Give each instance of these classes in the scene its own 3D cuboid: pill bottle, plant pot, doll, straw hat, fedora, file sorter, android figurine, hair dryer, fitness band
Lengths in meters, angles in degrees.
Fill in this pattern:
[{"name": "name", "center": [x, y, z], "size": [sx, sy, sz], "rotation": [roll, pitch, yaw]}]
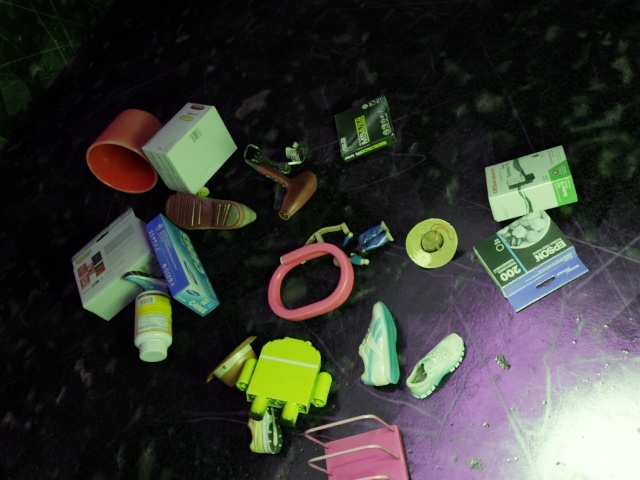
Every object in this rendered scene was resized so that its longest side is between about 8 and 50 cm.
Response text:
[{"name": "pill bottle", "center": [-0.541, 0.277, 1.985], "size": [0.117, 0.117, 0.215], "rotation": [-22, 54, 17]}, {"name": "plant pot", "center": [-0.738, -0.364, 2.397], "size": [0.275, 0.275, 0.243], "rotation": [-10, 48, 24]}, {"name": "doll", "center": [0.120, 0.021, 1.806], "size": [0.189, 0.046, 0.129], "rotation": [-31, 51, 10]}, {"name": "straw hat", "center": [0.310, 0.000, 1.697], "size": [0.144, 0.144, 0.061], "rotation": [-21, 13, 18]}, {"name": "fedora", "center": [-0.239, 0.360, 1.764], "size": [0.194, 0.194, 0.079], "rotation": [-43, 87, 1]}, {"name": "file sorter", "center": [0.085, 0.575, 1.411], "size": [0.202, 0.182, 0.290], "rotation": [-21, 54, 18]}, {"name": "android figurine", "center": [-0.095, 0.371, 1.659], "size": [0.248, 0.056, 0.273], "rotation": [8, 42, 8]}, {"name": "hair dryer", "center": [-0.123, -0.193, 1.997], "size": [0.224, 0.080, 0.293], "rotation": [-9, 60, -12]}, {"name": "fitness band", "center": [-0.035, 0.121, 1.804], "size": [0.291, 0.054, 0.209], "rotation": [-22, 61, 27]}]

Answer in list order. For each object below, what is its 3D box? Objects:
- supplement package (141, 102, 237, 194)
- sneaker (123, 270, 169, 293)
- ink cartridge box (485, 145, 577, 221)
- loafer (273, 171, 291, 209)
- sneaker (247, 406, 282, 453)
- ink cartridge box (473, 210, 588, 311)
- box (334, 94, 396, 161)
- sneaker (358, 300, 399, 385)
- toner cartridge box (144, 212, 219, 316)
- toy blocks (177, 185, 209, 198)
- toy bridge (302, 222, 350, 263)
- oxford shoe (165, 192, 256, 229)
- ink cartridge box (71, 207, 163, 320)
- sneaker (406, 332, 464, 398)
[{"name": "supplement package", "center": [-0.467, -0.333, 2.210], "size": [0.145, 0.204, 0.262], "rotation": [15, 57, 35]}, {"name": "sneaker", "center": [-0.585, 0.153, 2.066], "size": [0.073, 0.162, 0.063], "rotation": [-67, 26, 3]}, {"name": "ink cartridge box", "center": [0.547, -0.149, 1.609], "size": [0.208, 0.087, 0.153], "rotation": [-16, 36, 22]}, {"name": "loafer", "center": [-0.135, -0.178, 2.060], "size": [0.061, 0.062, 0.170], "rotation": [-20, 53, 24]}, {"name": "sneaker", "center": [-0.162, 0.480, 1.677], "size": [0.094, 0.081, 0.208], "rotation": [-23, 50, 27]}, {"name": "ink cartridge box", "center": [0.529, 0.044, 1.560], "size": [0.206, 0.045, 0.208], "rotation": [-33, 52, 8]}, {"name": "box", "center": [0.146, -0.371, 2.022], "size": [0.184, 0.045, 0.190], "rotation": [-18, 55, 17]}, {"name": "sneaker", "center": [0.148, 0.268, 1.619], "size": [0.092, 0.087, 0.228], "rotation": [-15, 54, 24]}, {"name": "toner cartridge box", "center": [-0.460, 0.077, 2.027], "size": [0.075, 0.165, 0.348], "rotation": [-38, 52, 5]}, {"name": "toy blocks", "center": [-0.468, -0.174, 2.250], "size": [0.123, 0.054, 0.148], "rotation": [-29, 52, 13]}, {"name": "toy bridge", "center": [0.000, 0.000, 1.899], "size": [0.188, 0.026, 0.063], "rotation": [-32, 49, 10]}, {"name": "oxford shoe", "center": [-0.382, -0.090, 2.113], "size": [0.348, 0.130, 0.123], "rotation": [12, 94, 29]}, {"name": "ink cartridge box", "center": [-0.716, 0.078, 2.194], "size": [0.309, 0.130, 0.272], "rotation": [-39, 49, 4]}, {"name": "sneaker", "center": [0.284, 0.305, 1.522], "size": [0.071, 0.083, 0.190], "rotation": [34, 81, 40]}]
